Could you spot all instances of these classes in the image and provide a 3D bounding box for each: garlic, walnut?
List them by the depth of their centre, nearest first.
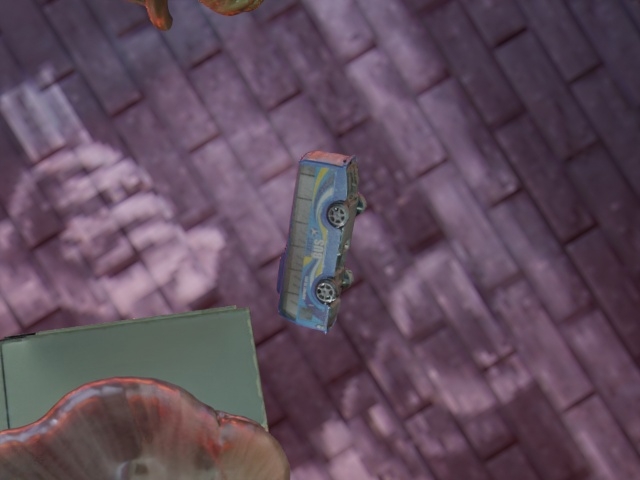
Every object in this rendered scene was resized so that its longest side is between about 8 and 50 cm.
[{"bbox_3d":[-0.124,0.211,1.115,0.207,0.207,0.256,60,-151,-36],"label":"garlic"},{"bbox_3d":[-0.083,-0.263,1.880,0.092,0.092,0.092,58,178,3],"label":"walnut"}]

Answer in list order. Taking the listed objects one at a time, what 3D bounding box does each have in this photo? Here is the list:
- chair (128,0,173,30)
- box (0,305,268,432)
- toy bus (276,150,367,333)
[{"bbox_3d":[-0.198,-0.301,1.576,0.272,0.188,0.166,22,-162,17],"label":"chair"},{"bbox_3d":[-0.162,0.161,1.682,0.225,0.225,0.117,92,169,-65],"label":"box"},{"bbox_3d":[0.000,0.000,1.632,0.051,0.061,0.153,-43,-36,-69],"label":"toy bus"}]
